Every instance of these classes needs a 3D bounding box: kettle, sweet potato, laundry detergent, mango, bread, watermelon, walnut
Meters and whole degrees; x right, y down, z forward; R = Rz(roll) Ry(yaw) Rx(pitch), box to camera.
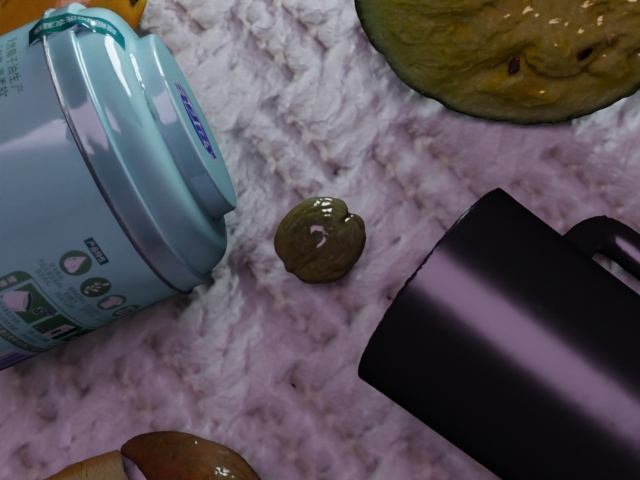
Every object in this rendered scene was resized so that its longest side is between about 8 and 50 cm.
[{"bbox_3d":[0.224,0.117,0.726,0.308,0.262,0.203,36,117,16],"label":"kettle"},{"bbox_3d":[-0.055,0.274,0.746,0.355,0.095,0.106,41,124,23],"label":"sweet potato"},{"bbox_3d":[-0.253,-0.048,0.789,0.305,0.287,0.287,-24,69,2],"label":"laundry detergent"},{"bbox_3d":[-0.299,-0.249,0.963,0.219,0.112,0.144,-30,69,12],"label":"mango"},{"bbox_3d":[-0.235,0.268,0.820,0.109,0.080,0.084,-43,68,40],"label":"bread"},{"bbox_3d":[0.207,-0.274,0.789,0.331,0.330,0.189,10,60,13],"label":"watermelon"},{"bbox_3d":[0.000,0.000,0.838,0.092,0.092,0.092,-3,71,9],"label":"walnut"}]
